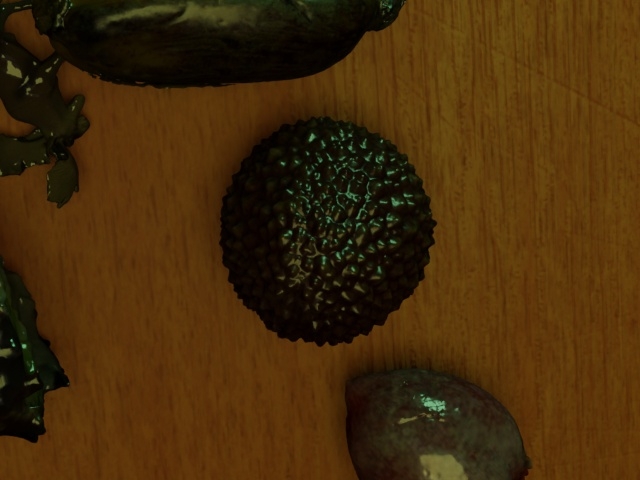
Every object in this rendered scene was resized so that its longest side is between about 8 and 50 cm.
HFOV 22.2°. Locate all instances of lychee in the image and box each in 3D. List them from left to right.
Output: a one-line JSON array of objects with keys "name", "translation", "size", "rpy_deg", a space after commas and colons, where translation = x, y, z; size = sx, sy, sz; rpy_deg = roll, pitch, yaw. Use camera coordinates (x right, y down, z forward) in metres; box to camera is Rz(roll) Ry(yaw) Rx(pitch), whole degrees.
[{"name": "lychee", "translation": [0.000, 0.000, 1.778], "size": [0.271, 0.271, 0.271], "rpy_deg": [-2, 105, -7]}]

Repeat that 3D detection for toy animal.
[{"name": "toy animal", "translation": [-0.317, -0.159, 1.788], "size": [0.214, 0.094, 0.186], "rpy_deg": [40, 87, -16]}]

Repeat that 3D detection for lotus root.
[{"name": "lotus root", "translation": [-0.104, -0.259, 1.722], "size": [0.398, 0.179, 0.195], "rpy_deg": [-2, 95, -19]}]

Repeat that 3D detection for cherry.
[{"name": "cherry", "translation": [0.124, 0.245, 1.909], "size": [0.250, 0.175, 0.192], "rpy_deg": [42, 117, -7]}]

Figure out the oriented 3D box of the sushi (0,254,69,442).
[{"name": "sushi", "translation": [-0.454, 0.116, 1.739], "size": [0.294, 0.281, 0.299], "rpy_deg": [-22, 121, -2]}]
